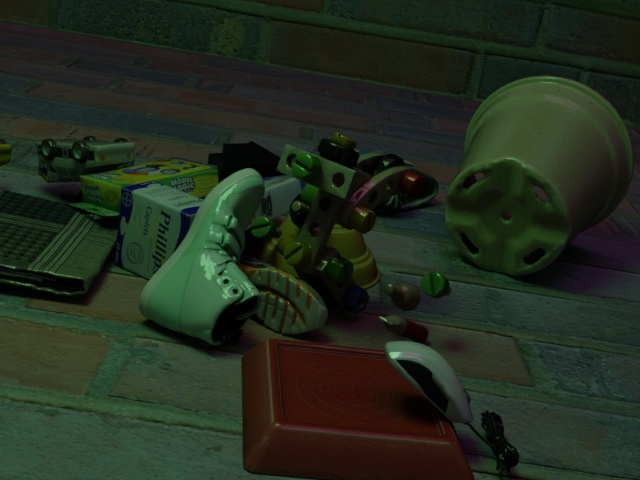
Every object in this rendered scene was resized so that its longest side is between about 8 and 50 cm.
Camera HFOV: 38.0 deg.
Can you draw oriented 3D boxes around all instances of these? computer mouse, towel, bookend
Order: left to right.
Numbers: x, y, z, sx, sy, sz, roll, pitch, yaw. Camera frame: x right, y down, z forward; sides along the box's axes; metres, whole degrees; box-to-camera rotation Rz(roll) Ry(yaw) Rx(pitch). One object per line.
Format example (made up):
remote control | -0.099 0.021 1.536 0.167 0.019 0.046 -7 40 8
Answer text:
towel | -0.467 -0.002 1.402 0.312 0.056 0.324 12 18 -3
bookend | -0.170 -0.143 1.866 0.157 0.072 0.156 -5 24 -34
computer mouse | 0.153 0.176 1.069 0.193 0.042 0.106 43 13 -6

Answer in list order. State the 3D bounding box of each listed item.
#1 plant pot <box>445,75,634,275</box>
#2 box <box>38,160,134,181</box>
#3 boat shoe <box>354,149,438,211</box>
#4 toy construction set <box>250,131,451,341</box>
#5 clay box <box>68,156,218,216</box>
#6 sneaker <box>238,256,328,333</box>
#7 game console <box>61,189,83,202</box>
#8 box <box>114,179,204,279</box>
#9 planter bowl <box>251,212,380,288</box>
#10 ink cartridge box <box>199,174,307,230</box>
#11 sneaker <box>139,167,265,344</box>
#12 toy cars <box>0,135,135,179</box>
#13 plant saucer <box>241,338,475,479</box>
plant pot | 0.381 -0.098 1.712 0.333 0.334 0.305 17 32 19
box | -0.446 -0.147 1.775 0.168 0.054 0.059 -4 25 -34
boat shoe | 0.128 -0.117 1.862 0.119 0.121 0.335 18 19 33
toy construction set | 0.034 -0.004 1.298 0.309 0.257 0.237 55 14 25
clay box | -0.294 -0.091 1.544 0.222 0.053 0.127 -16 22 -42
sneaker | -0.072 0.068 1.336 0.214 0.084 0.083 23 17 31
game console | -0.367 -0.087 1.613 0.122 0.071 0.107 14 -3 12
box | -0.232 -0.008 1.395 0.137 0.126 0.072 20 21 28
planter bowl | 0.000 0.000 1.536 0.217 0.090 0.217 9 21 -3
ink cartridge box | -0.140 -0.058 1.580 0.185 0.065 0.311 -7 12 30
sneaker | -0.114 0.027 1.263 0.151 0.256 0.094 24 -19 28
toy cars | -0.508 -0.132 1.602 0.393 0.087 0.176 -1 11 0
plant saucer | 0.038 0.191 1.104 0.258 0.048 0.259 7 20 -8
